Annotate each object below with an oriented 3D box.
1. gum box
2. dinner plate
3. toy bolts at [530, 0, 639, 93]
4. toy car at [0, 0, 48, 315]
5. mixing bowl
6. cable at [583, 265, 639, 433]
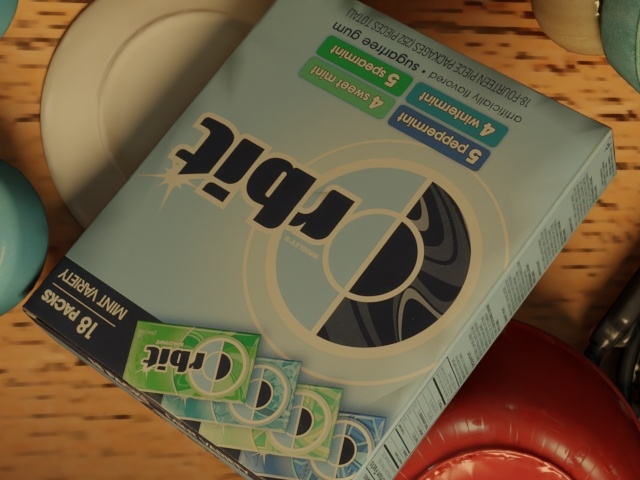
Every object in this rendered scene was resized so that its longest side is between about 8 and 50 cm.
[{"bbox_3d":[0.000,0.000,0.565,0.157,0.041,0.184,31,75,26],"label":"gum box"},{"bbox_3d":[-0.051,-0.053,0.628,0.141,0.017,0.141,1,86,-16],"label":"dinner plate"},{"bbox_3d":[0.211,-0.130,0.668,0.228,0.158,0.218,-45,137,-23],"label":"toy bolts"},{"bbox_3d":[-0.254,-0.045,0.510,0.238,0.219,0.210,-8,88,14],"label":"toy car"},{"bbox_3d":[0.063,0.120,0.582,0.181,0.098,0.181,0,89,-3],"label":"mixing bowl"},{"bbox_3d":[0.218,0.042,0.673,0.150,0.047,0.184,41,77,-8],"label":"cable"}]
